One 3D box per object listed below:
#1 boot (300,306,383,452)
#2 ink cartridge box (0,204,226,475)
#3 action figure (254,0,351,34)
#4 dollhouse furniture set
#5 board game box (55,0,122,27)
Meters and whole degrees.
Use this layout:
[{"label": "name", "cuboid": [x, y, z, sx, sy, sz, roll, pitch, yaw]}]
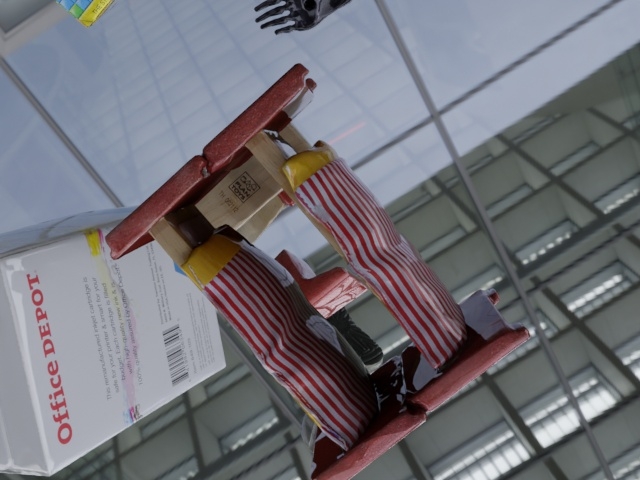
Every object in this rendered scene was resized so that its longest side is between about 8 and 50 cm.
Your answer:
[{"label": "boot", "cuboid": [0.007, 0.199, 1.151, 0.076, 0.208, 0.189, -16, -135, -29]}, {"label": "ink cartridge box", "cuboid": [-0.265, 0.085, 0.821, 0.197, 0.198, 0.270, -4, -170, 29]}, {"label": "action figure", "cuboid": [-0.044, -0.314, 0.757, 0.141, 0.164, 0.275, -5, -139, -7]}, {"label": "dollhouse furniture set", "cuboid": [0.000, 0.000, 0.615, 0.152, 0.201, 0.374, -40, -174, 7]}, {"label": "board game box", "cuboid": [-0.091, -0.200, 0.453, 0.141, 0.048, 0.170, -44, -161, 13]}]
